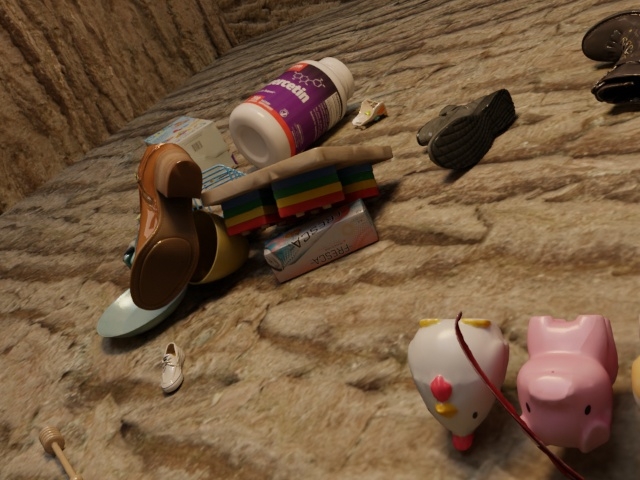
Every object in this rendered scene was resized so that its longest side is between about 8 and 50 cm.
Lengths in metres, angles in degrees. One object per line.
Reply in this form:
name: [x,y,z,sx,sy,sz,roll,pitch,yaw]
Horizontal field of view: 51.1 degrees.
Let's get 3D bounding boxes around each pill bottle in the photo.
pill bottle: [-0.060,-0.322,1.649,0.182,0.181,0.323,3,40,49]

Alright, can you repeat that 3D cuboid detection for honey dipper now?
honey dipper: [-0.365,0.306,0.944,0.030,0.030,0.161,-39,28,-22]

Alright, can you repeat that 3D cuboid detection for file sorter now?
file sorter: [-0.194,-0.079,1.336,0.118,0.104,0.170,-24,-4,8]

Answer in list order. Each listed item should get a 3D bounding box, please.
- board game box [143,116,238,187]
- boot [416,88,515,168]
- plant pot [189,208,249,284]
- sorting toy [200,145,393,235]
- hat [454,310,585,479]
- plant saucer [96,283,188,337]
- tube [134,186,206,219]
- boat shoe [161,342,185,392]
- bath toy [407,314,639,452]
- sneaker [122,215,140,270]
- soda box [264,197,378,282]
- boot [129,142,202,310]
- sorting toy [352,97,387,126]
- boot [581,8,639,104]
board game box: [-0.364,-0.244,1.860,0.144,0.142,0.275,-36,26,-16]
boot: [0.239,-0.193,1.239,0.246,0.083,0.161,-39,19,-34]
plant pot: [-0.187,0.015,1.217,0.095,0.134,0.134,7,-6,-44]
sorting toy: [-0.027,-0.084,1.178,0.256,0.089,0.257,-17,-2,33]
hat: [0.159,0.186,0.445,0.173,0.183,0.209,-43,29,-28]
plant saucer: [-0.318,0.124,1.235,0.195,0.037,0.195,-23,25,11]
tube: [-0.382,-0.096,1.707,0.240,0.062,0.070,-11,-14,43]
boat shoe: [-0.228,0.190,1.017,0.035,0.035,0.100,-24,25,9]
bath toy: [0.232,0.126,0.572,0.349,0.128,0.151,-6,-11,36]
sneaker: [-0.361,0.010,1.391,0.122,0.110,0.283,-47,14,-10]
soda box: [0.000,0.000,1.111,0.183,0.062,0.058,-25,24,8]
boot: [-0.297,-0.037,1.198,0.109,0.283,0.220,4,14,-29]
sorting toy: [0.113,-0.298,1.597,0.075,0.044,0.083,-39,26,-5]
boot: [0.518,-0.303,1.123,0.229,0.091,0.263,-41,30,-27]
